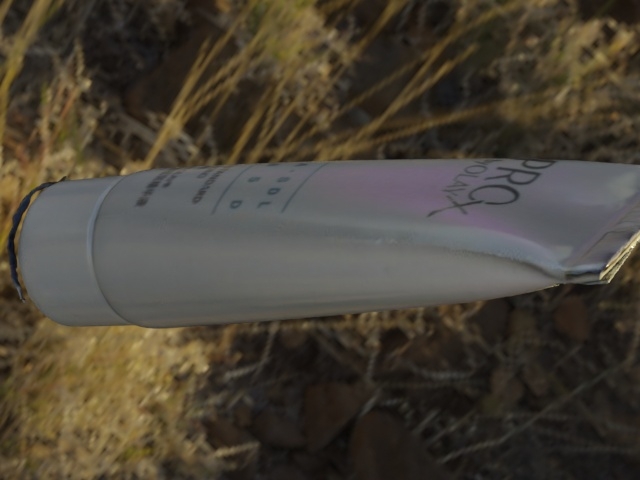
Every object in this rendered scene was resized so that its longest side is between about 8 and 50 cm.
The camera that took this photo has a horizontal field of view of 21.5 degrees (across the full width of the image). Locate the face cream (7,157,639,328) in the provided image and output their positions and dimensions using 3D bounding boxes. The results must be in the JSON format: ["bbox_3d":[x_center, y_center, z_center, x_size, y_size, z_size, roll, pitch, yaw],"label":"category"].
[{"bbox_3d":[0.000,0.000,0.574,0.092,0.244,0.058,-40,120,-51],"label":"face cream"}]
